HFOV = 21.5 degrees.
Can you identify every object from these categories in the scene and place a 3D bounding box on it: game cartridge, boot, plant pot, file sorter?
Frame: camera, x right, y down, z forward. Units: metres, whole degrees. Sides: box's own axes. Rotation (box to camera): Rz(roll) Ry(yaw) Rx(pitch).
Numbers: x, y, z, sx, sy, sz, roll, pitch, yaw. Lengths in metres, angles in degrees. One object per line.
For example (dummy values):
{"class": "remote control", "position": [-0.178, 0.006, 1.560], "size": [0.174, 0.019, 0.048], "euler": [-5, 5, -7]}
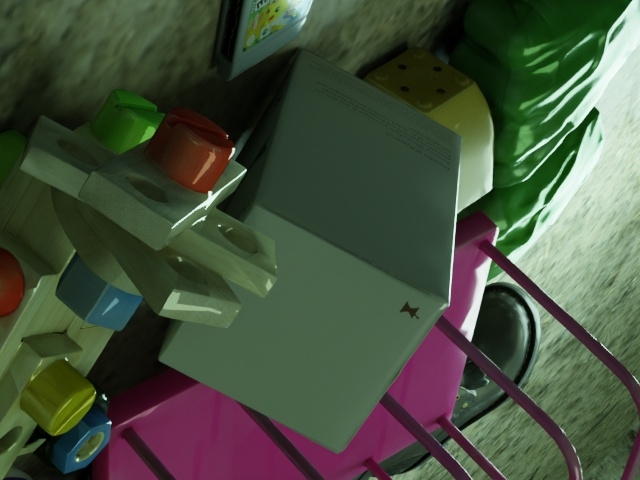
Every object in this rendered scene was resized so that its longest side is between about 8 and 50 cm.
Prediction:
{"class": "game cartridge", "position": [-0.024, -0.117, 0.813], "size": [0.056, 0.017, 0.083], "euler": [-41, 162, -30]}
{"class": "boot", "position": [0.072, 0.156, 1.494], "size": [0.263, 0.091, 0.229], "euler": [-53, 162, 24]}
{"class": "plant pot", "position": [0.055, -0.065, 1.007], "size": [0.081, 0.081, 0.083], "euler": [-34, 148, -35]}
{"class": "file sorter", "position": [0.032, 0.159, 1.024], "size": [0.291, 0.182, 0.202], "euler": [-26, 145, -29]}

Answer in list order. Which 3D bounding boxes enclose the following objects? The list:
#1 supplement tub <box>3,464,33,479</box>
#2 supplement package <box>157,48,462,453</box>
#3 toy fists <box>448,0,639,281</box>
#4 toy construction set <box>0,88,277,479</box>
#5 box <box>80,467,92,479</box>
{"class": "supplement tub", "position": [-0.155, 0.301, 0.889], "size": [0.241, 0.331, 0.241], "euler": [-41, 161, -17]}
{"class": "supplement package", "position": [0.000, 0.000, 0.854], "size": [0.105, 0.105, 0.179], "euler": [-56, -169, 28]}
{"class": "toy fists", "position": [0.126, -0.076, 1.123], "size": [0.142, 0.096, 0.279], "euler": [-49, 164, -27]}
{"class": "toy construction set", "position": [-0.146, 0.047, 0.699], "size": [0.328, 0.151, 0.215], "euler": [-42, 165, 22]}
{"class": "box", "position": [-0.034, 0.137, 1.238], "size": [0.257, 0.079, 0.322], "euler": [-47, 163, 7]}
